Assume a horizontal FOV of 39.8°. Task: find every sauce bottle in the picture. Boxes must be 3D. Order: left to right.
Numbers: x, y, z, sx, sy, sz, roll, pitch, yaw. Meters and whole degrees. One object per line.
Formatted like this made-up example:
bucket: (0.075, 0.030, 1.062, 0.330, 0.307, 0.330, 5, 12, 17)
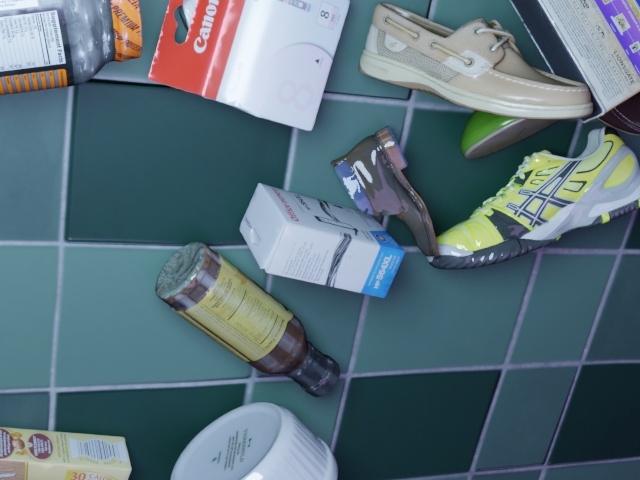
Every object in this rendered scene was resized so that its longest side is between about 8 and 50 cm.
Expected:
sauce bottle: (-0.102, 0.135, 1.376, 0.111, 0.111, 0.344, -43, 124, 5)

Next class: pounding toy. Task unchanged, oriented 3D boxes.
pounding toy: (0.294, -0.222, 1.324, 0.183, 0.237, 0.110, -18, 80, -39)

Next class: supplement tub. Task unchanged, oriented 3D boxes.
supplement tub: (-0.383, -0.265, 0.992, 0.338, 0.207, 0.207, -11, 120, -16)

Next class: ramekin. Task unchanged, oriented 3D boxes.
ramekin: (-0.119, 0.378, 1.415, 0.273, 0.273, 0.127, -33, 111, -2)

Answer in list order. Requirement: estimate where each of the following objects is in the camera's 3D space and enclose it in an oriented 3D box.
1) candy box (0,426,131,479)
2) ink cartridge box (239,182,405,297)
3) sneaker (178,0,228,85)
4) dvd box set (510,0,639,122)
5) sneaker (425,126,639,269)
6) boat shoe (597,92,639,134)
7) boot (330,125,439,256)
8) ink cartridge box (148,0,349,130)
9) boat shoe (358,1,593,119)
candy box: (-0.475, 0.389, 1.375, 0.316, 0.087, 0.183, 12, 112, -26)
ink cartridge box: (0.000, 0.000, 1.318, 0.203, 0.148, 0.086, 14, 110, -28)
sneaker: (-0.141, -0.257, 1.183, 0.061, 0.054, 0.152, -21, 122, -13)
dvd box set: (0.451, -0.391, 1.210, 0.420, 0.062, 0.308, -32, 91, -16)
sneaker: (0.340, -0.061, 1.450, 0.384, 0.145, 0.147, -23, 92, -6)
boat shoe: (0.456, -0.264, 1.370, 0.123, 0.123, 0.342, -47, 123, 7)
boot: (0.103, -0.057, 1.362, 0.106, 0.082, 0.219, -24, 102, 5)
ink cartridge box: (-0.087, -0.263, 1.158, 0.232, 0.066, 0.189, 11, 100, -40)
boat shoe: (0.203, -0.240, 1.177, 0.121, 0.341, 0.110, -18, 124, -55)
